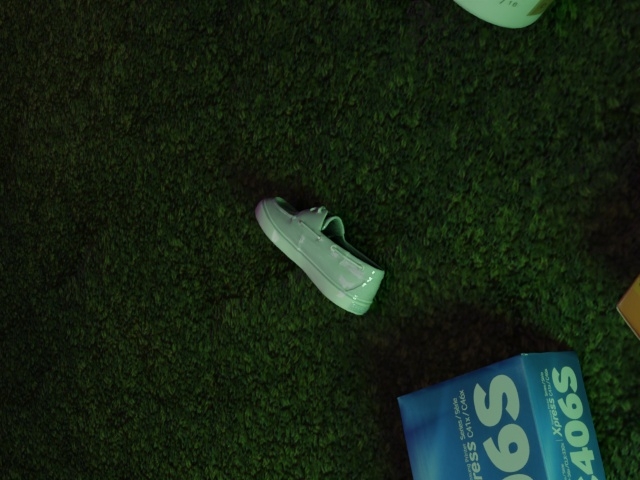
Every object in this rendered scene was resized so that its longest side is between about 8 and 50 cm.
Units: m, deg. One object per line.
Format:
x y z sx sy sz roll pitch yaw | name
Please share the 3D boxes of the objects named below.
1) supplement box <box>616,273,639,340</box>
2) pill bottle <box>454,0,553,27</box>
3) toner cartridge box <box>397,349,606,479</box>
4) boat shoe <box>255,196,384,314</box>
0.321 -0.008 1.032 0.233 0.078 0.080 -58 45 31 | supplement box
0.195 -0.296 1.157 0.229 0.131 0.131 -48 54 38 | pill bottle
0.176 0.282 1.200 0.165 0.075 0.347 -29 67 48 | toner cartridge box
0.000 0.000 1.442 0.063 0.066 0.184 -56 45 15 | boat shoe
